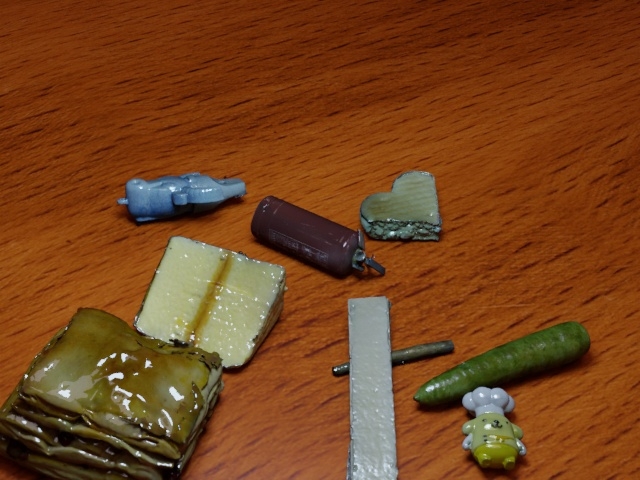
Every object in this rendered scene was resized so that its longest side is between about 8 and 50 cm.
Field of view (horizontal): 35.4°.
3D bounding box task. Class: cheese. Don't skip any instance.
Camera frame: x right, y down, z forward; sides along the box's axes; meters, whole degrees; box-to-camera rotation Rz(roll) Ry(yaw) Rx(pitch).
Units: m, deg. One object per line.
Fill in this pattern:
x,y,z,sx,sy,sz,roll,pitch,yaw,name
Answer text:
0.086,0.250,1.700,0.085,0.034,0.400,1,46,2,cheese

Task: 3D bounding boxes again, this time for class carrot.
0.318,0.221,1.760,0.358,0.074,0.074,-17,44,-20,carrot

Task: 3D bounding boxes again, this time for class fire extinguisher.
0.000,0.000,1.976,0.269,0.105,0.105,23,43,21,fire extinguisher

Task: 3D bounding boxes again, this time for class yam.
0.132,0.210,1.785,0.234,0.027,0.029,-11,69,-17,yam

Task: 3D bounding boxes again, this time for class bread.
0.188,-0.060,2.083,0.172,0.064,0.232,31,48,28,bread
-0.339,0.242,1.589,0.324,0.167,0.277,12,40,10,bread
-0.199,0.113,1.781,0.240,0.135,0.178,17,41,11,bread

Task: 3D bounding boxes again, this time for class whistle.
-0.284,-0.097,2.060,0.269,0.093,0.180,-12,17,-21,whistle

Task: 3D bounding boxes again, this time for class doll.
0.283,0.308,1.654,0.106,0.062,0.162,7,38,-5,doll
